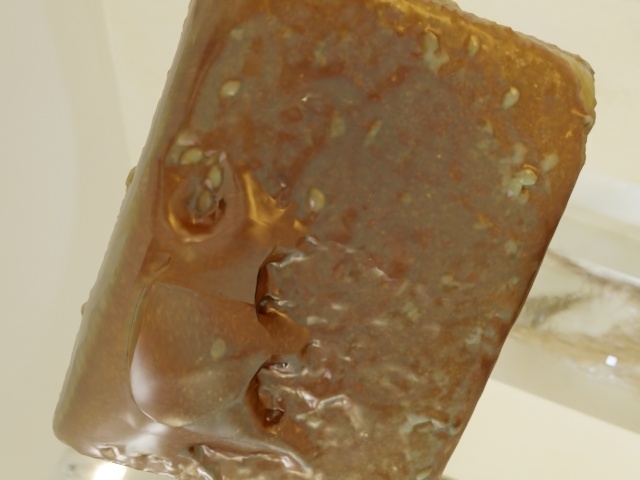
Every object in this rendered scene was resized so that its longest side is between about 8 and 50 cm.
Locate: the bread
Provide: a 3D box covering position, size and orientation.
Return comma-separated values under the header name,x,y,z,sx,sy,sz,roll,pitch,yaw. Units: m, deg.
name,x,y,z,sx,sy,sz,roll,pitch,yaw
bread,0.000,0.000,0.466,0.110,0.184,0.234,-111,39,-74
